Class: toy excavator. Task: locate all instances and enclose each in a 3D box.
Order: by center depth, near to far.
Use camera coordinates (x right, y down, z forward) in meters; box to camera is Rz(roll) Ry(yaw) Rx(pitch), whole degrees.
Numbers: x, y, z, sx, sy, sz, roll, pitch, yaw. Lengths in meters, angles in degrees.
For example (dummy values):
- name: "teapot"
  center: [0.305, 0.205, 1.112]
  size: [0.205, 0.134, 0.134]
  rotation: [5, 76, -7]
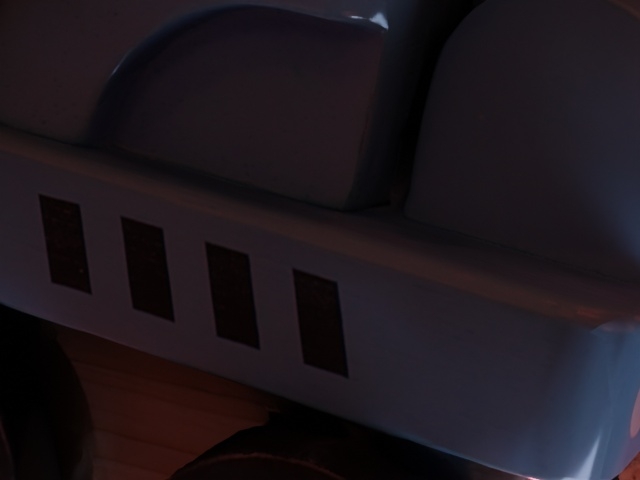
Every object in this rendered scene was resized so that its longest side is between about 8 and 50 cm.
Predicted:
- name: "toy excavator"
  center: [0.062, -0.068, 0.576]
  size: [0.433, 0.445, 0.222]
  rotation: [16, -165, 20]
